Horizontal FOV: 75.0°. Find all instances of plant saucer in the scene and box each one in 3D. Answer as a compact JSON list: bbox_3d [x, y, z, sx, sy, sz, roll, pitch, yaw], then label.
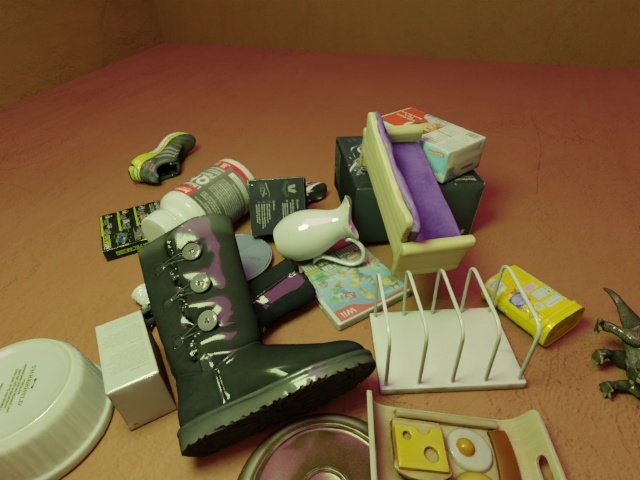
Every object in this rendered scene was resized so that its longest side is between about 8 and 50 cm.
[{"bbox_3d":[0.008,0.406,0.649,0.311,0.050,0.310,-3,39,3],"label":"plant saucer"}]

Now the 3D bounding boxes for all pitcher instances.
[{"bbox_3d":[0.000,0.000,1.056,0.207,0.177,0.125,-18,5,13],"label":"pitcher"}]

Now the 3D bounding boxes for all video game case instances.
[{"bbox_3d":[0.057,0.085,1.057,0.204,0.025,0.285,-22,43,-21],"label":"video game case"}]

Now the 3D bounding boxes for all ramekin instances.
[{"bbox_3d":[-0.538,0.302,0.759,0.273,0.127,0.272,-3,39,2],"label":"ramekin"}]

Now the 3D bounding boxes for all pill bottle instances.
[{"bbox_3d":[-0.337,-0.090,1.186,0.177,0.176,0.318,19,44,26],"label":"pill bottle"}]

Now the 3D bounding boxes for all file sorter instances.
[{"bbox_3d":[0.247,0.166,0.825,0.278,0.172,0.192,-3,38,1],"label":"file sorter"}]

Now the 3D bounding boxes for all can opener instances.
[{"bbox_3d":[-0.382,0.158,0.978,0.073,0.059,0.186,27,49,33],"label":"can opener"}]

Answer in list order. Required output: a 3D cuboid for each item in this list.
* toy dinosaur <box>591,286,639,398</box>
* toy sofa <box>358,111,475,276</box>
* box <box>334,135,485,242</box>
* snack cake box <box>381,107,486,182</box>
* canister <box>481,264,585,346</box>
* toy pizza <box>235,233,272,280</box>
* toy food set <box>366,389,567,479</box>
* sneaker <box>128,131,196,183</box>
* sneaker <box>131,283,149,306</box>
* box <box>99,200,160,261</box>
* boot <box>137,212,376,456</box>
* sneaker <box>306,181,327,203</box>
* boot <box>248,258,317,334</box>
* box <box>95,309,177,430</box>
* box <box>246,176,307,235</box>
[{"bbox_3d":[0.616,0.228,0.788,0.161,0.120,0.313,9,35,-3],"label":"toy dinosaur"},{"bbox_3d":[0.200,-0.116,0.914,0.151,0.177,0.362,-6,55,-8],"label":"toy sofa"},{"bbox_3d":[0.234,-0.164,1.211,0.344,0.178,0.312,-4,40,-7],"label":"box"},{"bbox_3d":[0.283,-0.265,1.126,0.152,0.089,0.264,-25,46,-28],"label":"snack cake box"},{"bbox_3d":[0.462,0.137,0.922,0.126,0.073,0.170,-22,41,-22],"label":"canister"},{"bbox_3d":[-0.230,0.053,1.116,0.202,0.032,0.201,-2,38,1],"label":"toy pizza"},{"bbox_3d":[0.219,0.345,0.630,0.307,0.092,0.219,10,39,-6],"label":"toy food set"},{"bbox_3d":[-0.550,-0.295,1.532,0.122,0.111,0.299,23,51,15],"label":"sneaker"},{"bbox_3d":[-0.391,0.113,1.047,0.061,0.053,0.152,31,56,24],"label":"sneaker"},{"bbox_3d":[-0.553,-0.035,1.243,0.184,0.045,0.190,-21,43,-16],"label":"box"},{"bbox_3d":[-0.146,0.129,0.835,0.368,0.146,0.444,-19,54,-10],"label":"boot"},{"bbox_3d":[-0.069,-0.142,1.328,0.178,0.071,0.077,-20,29,-31],"label":"sneaker"},{"bbox_3d":[-0.155,0.109,0.988,0.207,0.094,0.247,-35,55,-28],"label":"boot"},{"bbox_3d":[-0.358,0.247,0.809,0.091,0.130,0.170,-21,43,-21],"label":"box"},{"bbox_3d":[-0.117,-0.096,1.178,0.159,0.155,0.093,-3,4,1],"label":"box"}]
